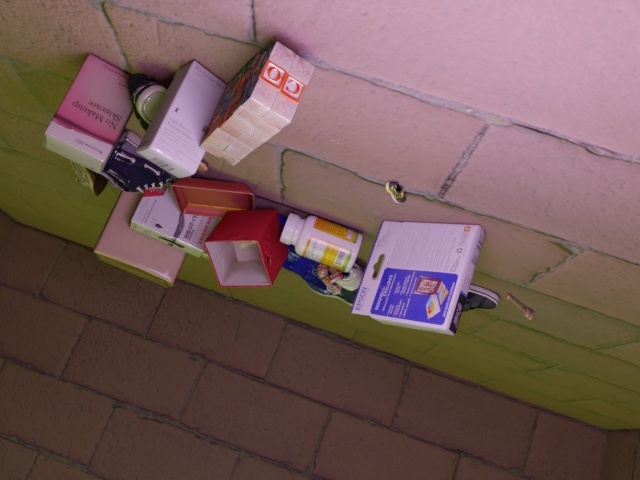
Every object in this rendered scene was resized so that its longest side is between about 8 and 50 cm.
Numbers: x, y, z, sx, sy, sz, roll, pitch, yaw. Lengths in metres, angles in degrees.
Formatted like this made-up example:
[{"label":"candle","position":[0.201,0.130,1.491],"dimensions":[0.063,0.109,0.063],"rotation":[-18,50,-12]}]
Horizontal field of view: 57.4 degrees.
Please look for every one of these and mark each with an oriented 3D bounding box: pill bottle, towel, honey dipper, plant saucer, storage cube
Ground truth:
[{"label":"pill bottle","position":[0.000,0.000,1.883],"dimensions":[0.246,0.136,0.136],"rotation":[21,162,-2]},{"label":"towel","position":[-0.065,0.054,2.053],"dimensions":[0.308,0.076,0.227],"rotation":[30,137,-5]},{"label":"honey dipper","position":[0.675,0.224,1.986],"dimensions":[0.161,0.030,0.030],"rotation":[35,157,-32]},{"label":"plant saucer","position":[-0.344,-0.138,1.921],"dimensions":[0.259,0.047,0.259],"rotation":[6,162,-4]},{"label":"storage cube","position":[-0.236,0.023,1.899],"dimensions":[0.215,0.193,0.183],"rotation":[-1,123,20]}]

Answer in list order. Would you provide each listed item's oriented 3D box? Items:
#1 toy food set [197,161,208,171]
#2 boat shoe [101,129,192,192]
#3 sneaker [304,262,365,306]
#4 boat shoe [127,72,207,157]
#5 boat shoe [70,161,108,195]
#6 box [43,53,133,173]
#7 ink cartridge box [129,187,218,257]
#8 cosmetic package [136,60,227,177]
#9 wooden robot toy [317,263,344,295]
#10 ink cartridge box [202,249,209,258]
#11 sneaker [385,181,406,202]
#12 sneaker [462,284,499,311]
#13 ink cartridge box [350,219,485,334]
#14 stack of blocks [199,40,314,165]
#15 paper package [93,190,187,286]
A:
[{"label":"toy food set","position":[-0.385,-0.238,1.796],"dimensions":[0.083,0.020,0.083],"rotation":[31,159,-32]},{"label":"boat shoe","position":[-0.555,-0.200,1.864],"dimensions":[0.127,0.158,0.340],"rotation":[4,156,41]},{"label":"sneaker","position":[0.044,0.119,2.255],"dimensions":[0.323,0.130,0.236],"rotation":[23,149,37]},{"label":"boat shoe","position":[-0.390,-0.303,1.480],"dimensions":[0.113,0.127,0.340],"rotation":[46,179,21]},{"label":"boat shoe","position":[-0.836,-0.261,2.104],"dimensions":[0.089,0.104,0.285],"rotation":[24,152,4]},{"label":"box","position":[-0.555,-0.307,1.435],"dimensions":[0.149,0.232,0.127],"rotation":[27,162,-20]},{"label":"ink cartridge box","position":[-0.507,-0.086,2.080],"dimensions":[0.273,0.197,0.114],"rotation":[25,161,-15]},{"label":"cosmetic package","position":[-0.295,-0.264,1.283],"dimensions":[0.117,0.231,0.086],"rotation":[32,159,-34]},{"label":"wooden robot toy","position":[0.023,0.104,1.903],"dimensions":[0.079,0.076,0.173],"rotation":[50,-170,-30]},{"label":"ink cartridge box","position":[-0.425,0.033,2.469],"dimensions":[0.198,0.115,0.067],"rotation":[24,161,-14]},{"label":"sneaker","position":[0.199,-0.121,1.491],"dimensions":[0.035,0.031,0.083],"rotation":[1,154,44]},{"label":"sneaker","position":[0.448,0.206,2.024],"dimensions":[0.321,0.127,0.126],"rotation":[15,160,11]},{"label":"ink cartridge box","position":[0.264,0.092,1.602],"dimensions":[0.307,0.303,0.072],"rotation":[3,155,44]},{"label":"stack of blocks","position":[-0.129,-0.278,1.165],"dimensions":[0.087,0.171,0.297],"rotation":[28,160,-22]},{"label":"paper package","position":[-0.634,-0.029,2.174],"dimensions":[0.310,0.324,0.168],"rotation":[25,162,-15]}]
